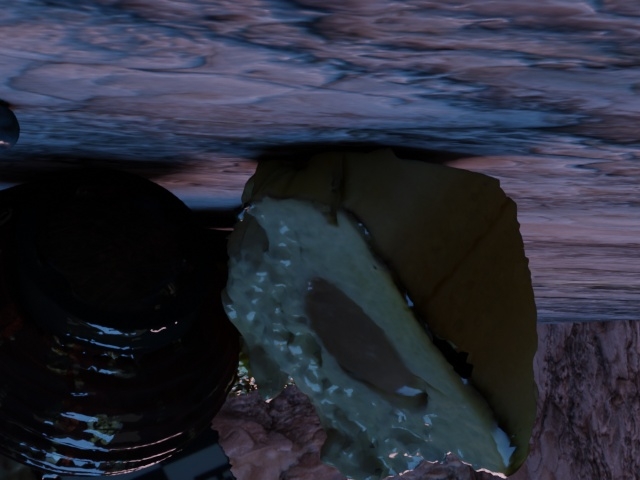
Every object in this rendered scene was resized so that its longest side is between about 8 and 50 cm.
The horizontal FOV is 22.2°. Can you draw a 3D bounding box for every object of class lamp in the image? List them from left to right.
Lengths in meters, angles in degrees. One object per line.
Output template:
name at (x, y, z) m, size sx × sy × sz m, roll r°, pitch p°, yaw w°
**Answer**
lamp at (-0.178, 0.065, 1.201) m, size 0.247 × 0.247 × 0.247 m, roll 0°, pitch 175°, yaw 0°

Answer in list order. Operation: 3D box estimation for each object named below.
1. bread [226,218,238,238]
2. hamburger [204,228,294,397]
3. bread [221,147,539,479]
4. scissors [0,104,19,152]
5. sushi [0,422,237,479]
bread at (0.000, 0.000, 1.389) m, size 0.172 × 0.064 × 0.232 m, roll -3°, pitch 173°, yaw 12°
hamburger at (-0.088, 0.070, 1.525) m, size 0.262 × 0.138 × 0.243 m, roll 10°, pitch -169°, yaw 14°
bread at (0.022, 0.044, 1.117) m, size 0.211 × 0.224 × 0.183 m, roll 15°, pitch 160°, yaw -41°
scissors at (-0.301, -0.059, 0.850) m, size 0.289 × 0.041 × 0.138 m, roll 0°, pitch 175°, yaw -44°
sushi at (-0.287, 0.178, 1.373) m, size 0.373 × 0.296 × 0.100 m, roll -21°, pitch -165°, yaw 1°
